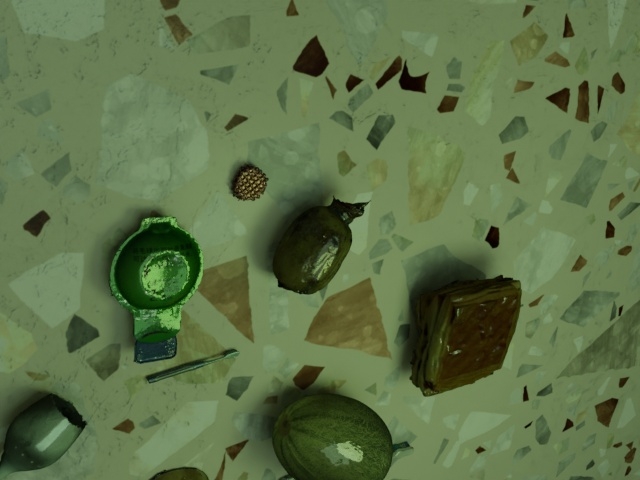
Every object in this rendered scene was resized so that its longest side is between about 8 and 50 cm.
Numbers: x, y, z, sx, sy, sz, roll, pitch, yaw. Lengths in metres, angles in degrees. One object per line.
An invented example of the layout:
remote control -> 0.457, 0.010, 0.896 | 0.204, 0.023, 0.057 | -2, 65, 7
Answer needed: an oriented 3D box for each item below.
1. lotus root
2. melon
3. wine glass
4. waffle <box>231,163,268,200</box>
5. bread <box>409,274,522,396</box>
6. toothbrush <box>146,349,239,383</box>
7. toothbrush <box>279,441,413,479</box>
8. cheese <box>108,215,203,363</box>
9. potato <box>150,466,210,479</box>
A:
lotus root -> -0.002, -0.001, 1.707 | 0.154, 0.154, 0.278 | 35, 91, -37
melon -> 0.033, 0.505, 1.885 | 0.329, 0.248, 0.248 | 27, 95, -34
wine glass -> -0.599, 0.425, 1.542 | 0.241, 0.126, 0.126 | -41, 126, -7
waffle -> -0.152, -0.120, 1.631 | 0.075, 0.029, 0.083 | 10, 108, -31
bread -> 0.370, 0.233, 2.014 | 0.277, 0.167, 0.324 | -9, 124, -28
toothbrush -> -0.288, 0.284, 1.732 | 0.219, 0.019, 0.016 | -15, 116, -24
toothbrush -> 0.077, 0.618, 2.082 | 0.418, 0.040, 0.042 | -9, 117, -28
cheese -> -0.340, 0.105, 1.582 | 0.204, 0.083, 0.320 | -5, 111, -31
potato -> -0.337, 0.648, 1.804 | 0.202, 0.117, 0.182 | -3, 115, -31
